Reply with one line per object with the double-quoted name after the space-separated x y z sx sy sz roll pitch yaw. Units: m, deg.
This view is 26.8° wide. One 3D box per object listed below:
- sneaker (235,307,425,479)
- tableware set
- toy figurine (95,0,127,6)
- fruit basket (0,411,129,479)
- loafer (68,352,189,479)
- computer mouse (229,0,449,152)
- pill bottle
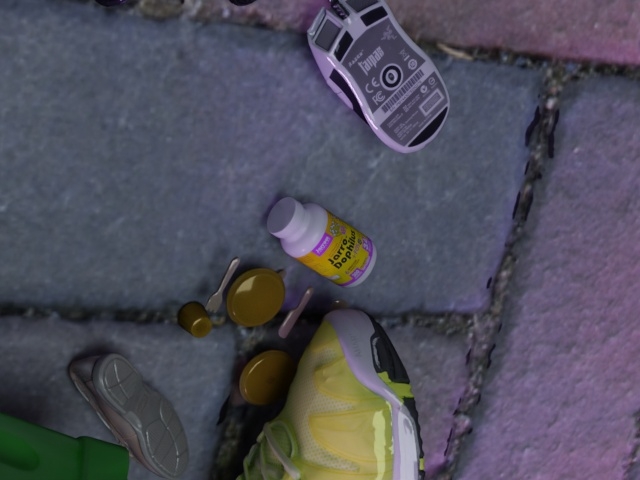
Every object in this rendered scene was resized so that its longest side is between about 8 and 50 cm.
-0.029 0.233 1.008 0.147 0.145 0.384 7 108 -21 "sneaker"
-0.038 0.074 1.020 0.154 0.024 0.104 25 99 -36 "tableware set"
-0.198 -0.181 0.693 0.209 0.213 0.148 -32 130 17 "toy figurine"
-0.223 0.308 0.851 0.392 0.283 0.392 -3 112 -6 "fruit basket"
-0.138 0.127 0.978 0.125 0.039 0.045 61 42 -35 "loafer"
0.021 -0.141 0.954 0.106 0.042 0.193 -44 119 -13 "computer mouse"
0.000 0.000 0.995 0.083 0.043 0.043 32 92 -35 "pill bottle"
